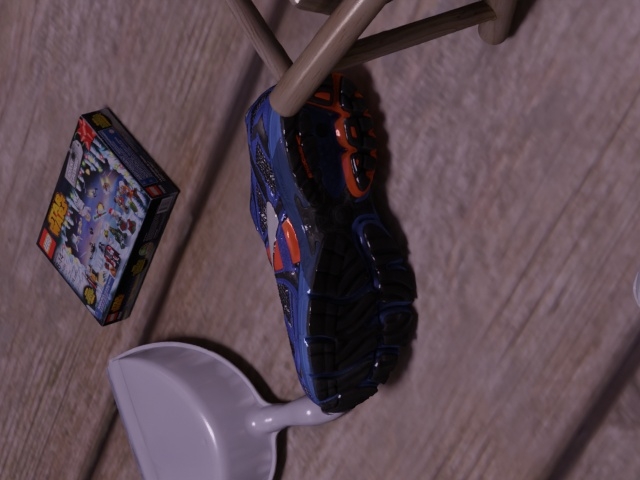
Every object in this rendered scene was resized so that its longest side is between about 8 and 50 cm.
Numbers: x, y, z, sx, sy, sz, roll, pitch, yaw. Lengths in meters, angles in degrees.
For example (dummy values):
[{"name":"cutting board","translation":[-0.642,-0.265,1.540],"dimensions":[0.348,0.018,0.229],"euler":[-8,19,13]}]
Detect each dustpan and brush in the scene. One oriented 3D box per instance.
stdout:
[{"name":"dustpan and brush","translation":[-0.060,0.132,1.353],"dimensions":[0.211,0.060,0.147],"euler":[-16,93,56]}]

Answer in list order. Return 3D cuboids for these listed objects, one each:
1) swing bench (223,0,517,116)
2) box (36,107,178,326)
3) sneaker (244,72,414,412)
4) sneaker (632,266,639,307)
[{"name":"swing bench","translation":[0.015,-0.251,1.006],"dimensions":[0.253,0.165,0.255],"euler":[56,147,20]},{"name":"box","translation":[-0.160,-0.016,1.421],"dimensions":[0.094,0.027,0.137],"euler":[48,135,26]},{"name":"sneaker","translation":[0.000,0.000,1.223],"dimensions":[0.087,0.083,0.221],"euler":[5,103,61]},{"name":"sneaker","translation":[0.231,0.073,1.002],"dimensions":[0.191,0.071,0.083],"euler":[55,162,14]}]
